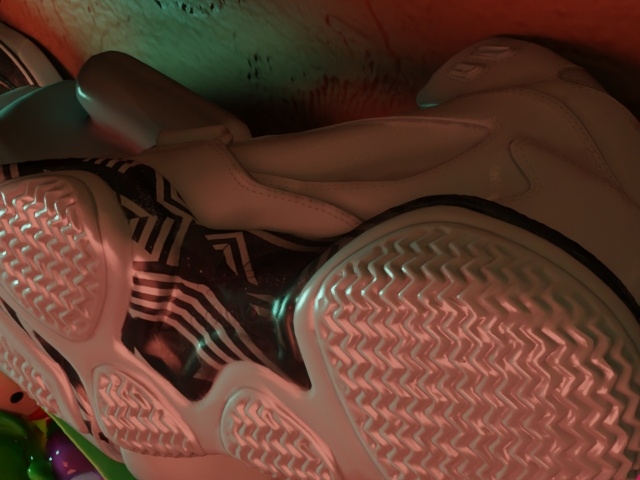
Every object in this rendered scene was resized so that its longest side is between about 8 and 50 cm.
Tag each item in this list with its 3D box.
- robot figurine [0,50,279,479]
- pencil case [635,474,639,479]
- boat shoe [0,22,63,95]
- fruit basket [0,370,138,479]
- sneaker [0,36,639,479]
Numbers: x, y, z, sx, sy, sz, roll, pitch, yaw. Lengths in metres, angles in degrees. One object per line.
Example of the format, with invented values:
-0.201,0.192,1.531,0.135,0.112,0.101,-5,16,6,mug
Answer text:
-0.109,0.029,0.712,0.353,0.199,0.300,31,135,24,robot figurine
0.200,0.128,0.553,0.104,0.104,0.236,-13,115,53,pencil case
-0.278,-0.138,0.853,0.219,0.070,0.078,39,146,14,boat shoe
-0.260,0.191,0.907,0.392,0.392,0.283,48,147,0,fruit basket
0.000,0.000,0.519,0.365,0.210,0.137,9,122,33,sneaker
